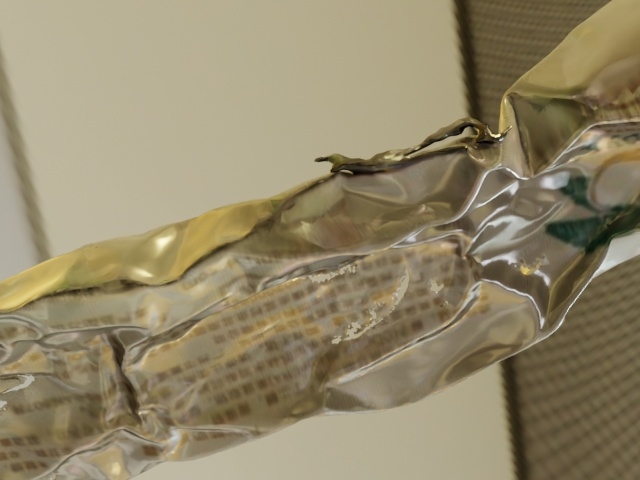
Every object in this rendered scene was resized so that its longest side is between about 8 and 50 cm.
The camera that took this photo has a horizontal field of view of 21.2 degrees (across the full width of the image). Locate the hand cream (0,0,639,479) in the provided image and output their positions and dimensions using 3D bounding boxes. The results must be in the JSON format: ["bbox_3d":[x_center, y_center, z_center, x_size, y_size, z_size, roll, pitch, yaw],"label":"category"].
[{"bbox_3d":[0.001,0.003,0.348,0.084,0.257,0.050,71,-6,-48],"label":"hand cream"}]
